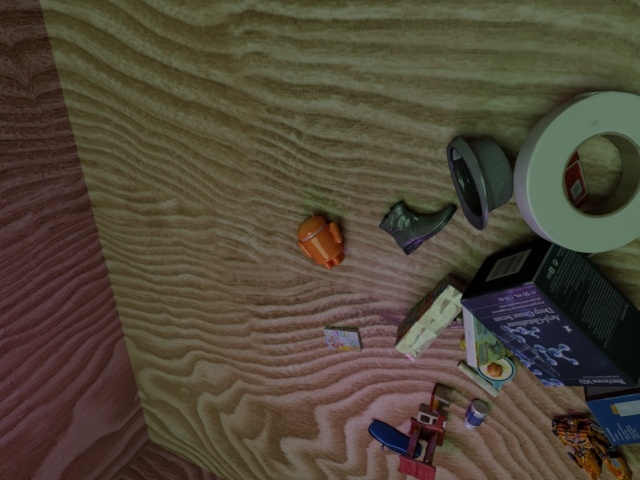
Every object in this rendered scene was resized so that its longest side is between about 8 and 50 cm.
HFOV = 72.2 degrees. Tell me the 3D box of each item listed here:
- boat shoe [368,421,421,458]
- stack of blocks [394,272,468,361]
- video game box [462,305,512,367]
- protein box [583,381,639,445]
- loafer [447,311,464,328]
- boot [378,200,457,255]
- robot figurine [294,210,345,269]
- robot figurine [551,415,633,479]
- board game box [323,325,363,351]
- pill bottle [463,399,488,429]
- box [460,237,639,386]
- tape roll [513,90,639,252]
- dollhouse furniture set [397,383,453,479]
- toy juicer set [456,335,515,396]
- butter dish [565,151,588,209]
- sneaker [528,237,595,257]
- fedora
[{"bbox_3d":[0.328,0.929,2.000,0.258,0.109,0.089,30,130,11],"label":"boat shoe"},{"bbox_3d":[0.388,0.260,1.533,0.087,0.171,0.297,37,110,3],"label":"stack of blocks"},{"bbox_3d":[0.551,0.287,1.420,0.048,0.187,0.204,-175,77,-67],"label":"video game box"},{"bbox_3d":[0.989,0.521,1.399,0.201,0.136,0.199,-28,102,36],"label":"protein box"},{"bbox_3d":[0.507,0.280,1.558,0.148,0.056,0.050,-20,113,34],"label":"loafer"},{"bbox_3d":[0.310,-0.071,1.445,0.161,0.083,0.246,48,126,3],"label":"boot"},{"bbox_3d":[0.002,-0.001,1.612,0.219,0.128,0.158,53,162,-9],"label":"robot figurine"},{"bbox_3d":[0.958,0.740,1.555,0.291,0.085,0.211,49,143,-10],"label":"robot figurine"},{"bbox_3d":[0.097,0.419,1.870,0.154,0.026,0.103,-1,117,28],"label":"board game box"},{"bbox_3d":[0.612,0.695,1.739,0.067,0.067,0.120,22,125,14],"label":"pill bottle"},{"bbox_3d":[0.671,0.213,1.269,0.395,0.212,0.293,43,153,-3],"label":"box"},{"bbox_3d":[0.677,-0.164,1.082,0.393,0.072,0.391,-1,103,-3],"label":"tape roll"},{"bbox_3d":[0.427,0.783,1.802,0.152,0.201,0.373,12,123,21],"label":"dollhouse furniture set"},{"bbox_3d":[0.594,0.440,1.586,0.209,0.089,0.328,22,126,14],"label":"toy juicer set"},{"bbox_3d":[0.638,-0.149,1.202,0.118,0.160,0.159,-3,114,56],"label":"butter dish"},{"bbox_3d":[0.711,0.014,1.289,0.186,0.069,0.083,-13,116,31],"label":"sneaker"},{"bbox_3d":[0.462,-0.178,1.242,0.125,0.243,0.275,-21,101,5],"label":"fedora"}]
